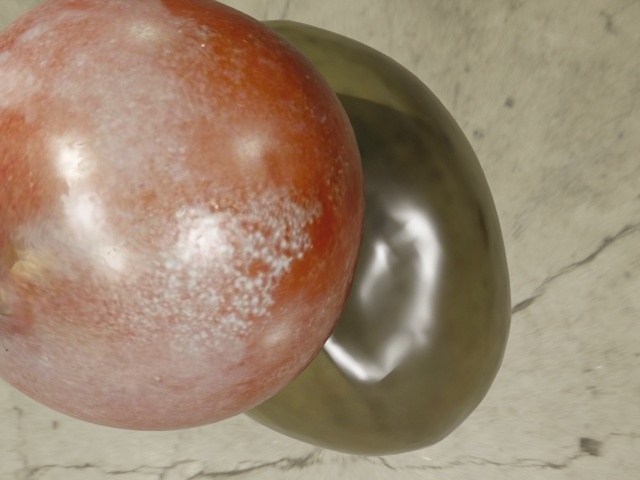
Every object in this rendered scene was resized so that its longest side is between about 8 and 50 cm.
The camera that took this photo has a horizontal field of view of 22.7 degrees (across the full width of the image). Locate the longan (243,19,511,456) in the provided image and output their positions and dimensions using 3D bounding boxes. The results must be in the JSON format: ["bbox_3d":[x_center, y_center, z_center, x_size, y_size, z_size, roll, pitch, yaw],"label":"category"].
[{"bbox_3d":[0.000,0.000,1.206,0.288,0.288,0.350,-33,97,-3],"label":"longan"}]

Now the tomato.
[{"bbox_3d":[-0.111,-0.013,0.940,0.227,0.270,0.270,-30,82,-41],"label":"tomato"}]
